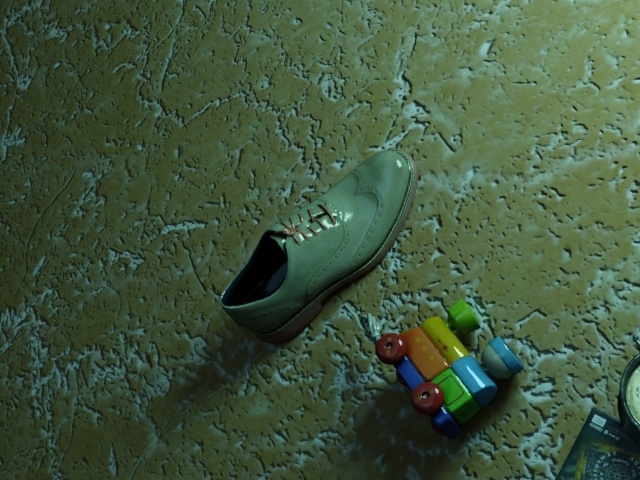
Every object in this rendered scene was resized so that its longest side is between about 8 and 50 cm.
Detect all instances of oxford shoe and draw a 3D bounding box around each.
[{"bbox_3d":[0.000,0.000,1.565,0.348,0.130,0.123,-50,53,5],"label":"oxford shoe"}]

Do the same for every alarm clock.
[{"bbox_3d":[0.401,0.201,1.242,0.129,0.064,0.192,6,56,14],"label":"alarm clock"}]

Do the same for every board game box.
[{"bbox_3d":[0.368,0.290,1.271,0.186,0.026,0.126,27,86,37],"label":"board game box"}]

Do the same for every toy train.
[{"bbox_3d":[0.145,0.125,1.445,0.143,0.105,0.248,-37,54,1],"label":"toy train"}]
